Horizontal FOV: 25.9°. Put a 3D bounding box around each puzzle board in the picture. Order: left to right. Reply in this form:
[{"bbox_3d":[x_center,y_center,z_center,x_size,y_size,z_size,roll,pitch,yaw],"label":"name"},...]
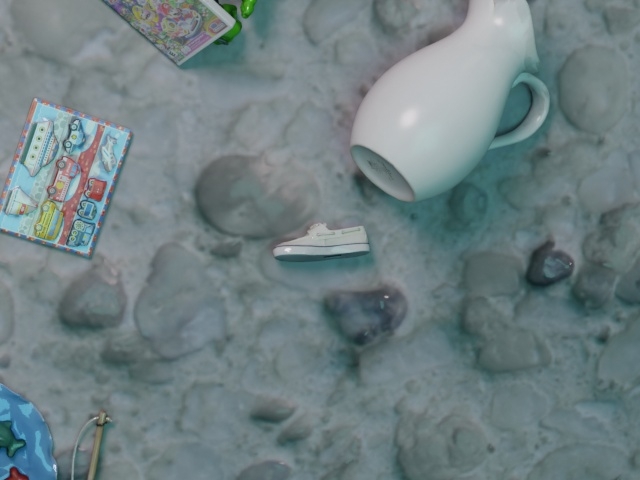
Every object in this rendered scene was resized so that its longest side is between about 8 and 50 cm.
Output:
[{"bbox_3d":[-0.240,-0.057,1.293,0.096,0.011,0.128,17,96,-22],"label":"puzzle board"}]

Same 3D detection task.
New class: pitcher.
[{"bbox_3d":[0.137,-0.121,1.359,0.207,0.125,0.178,-49,128,-15],"label":"pitcher"}]

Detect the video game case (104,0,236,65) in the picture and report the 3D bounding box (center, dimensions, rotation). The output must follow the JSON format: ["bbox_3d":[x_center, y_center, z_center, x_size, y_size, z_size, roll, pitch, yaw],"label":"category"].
[{"bbox_3d":[-0.147,-0.216,1.255,0.122,0.087,0.011,40,49,-22],"label":"video game case"}]

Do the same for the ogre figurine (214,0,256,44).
[{"bbox_3d":[-0.093,-0.278,1.248,0.118,0.097,0.197,20,140,-13],"label":"ogre figurine"}]

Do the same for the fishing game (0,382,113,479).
[{"bbox_3d":[-0.338,0.224,1.310,0.264,0.041,0.189,14,95,-21],"label":"fishing game"}]

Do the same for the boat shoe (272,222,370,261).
[{"bbox_3d":[0.000,0.000,1.381,0.100,0.035,0.035,-5,77,-14],"label":"boat shoe"}]
